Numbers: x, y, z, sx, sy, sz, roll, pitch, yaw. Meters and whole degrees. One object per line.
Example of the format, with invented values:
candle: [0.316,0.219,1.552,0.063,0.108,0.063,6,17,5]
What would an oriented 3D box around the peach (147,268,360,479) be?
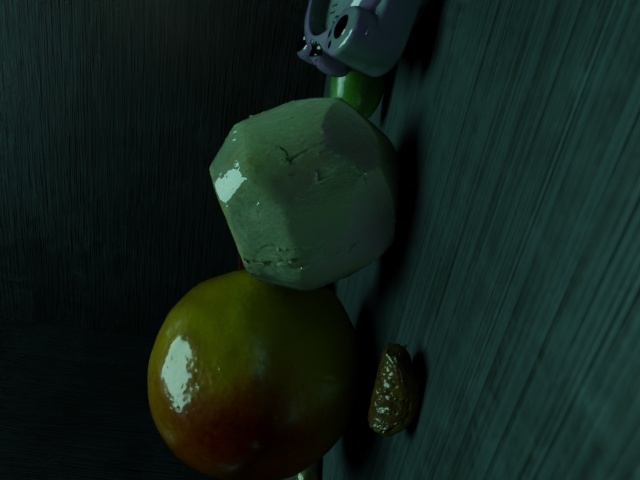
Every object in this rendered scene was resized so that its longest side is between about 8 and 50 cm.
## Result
peach: [-0.097,0.182,0.710,0.308,0.288,0.289,-56,-18,-56]

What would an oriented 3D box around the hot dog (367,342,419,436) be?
hot dog: [0.066,0.134,0.473,0.058,0.035,0.083,-97,16,-73]

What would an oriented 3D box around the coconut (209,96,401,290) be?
coconut: [-0.004,-0.057,0.648,0.227,0.230,0.227,159,90,-84]

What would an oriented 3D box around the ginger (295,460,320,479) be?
ginger: [-0.027,0.450,0.929,0.069,0.051,0.174,99,178,-48]

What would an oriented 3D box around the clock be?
clock: [0.054,-0.321,0.671,0.248,0.090,0.228,33,104,64]

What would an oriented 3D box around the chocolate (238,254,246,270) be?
chocolate: [-0.113,0.182,1.272,0.360,0.161,0.342,-110,16,-67]

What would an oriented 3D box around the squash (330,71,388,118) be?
squash: [0.080,-0.372,0.826,0.101,0.101,0.379,-131,52,-83]
